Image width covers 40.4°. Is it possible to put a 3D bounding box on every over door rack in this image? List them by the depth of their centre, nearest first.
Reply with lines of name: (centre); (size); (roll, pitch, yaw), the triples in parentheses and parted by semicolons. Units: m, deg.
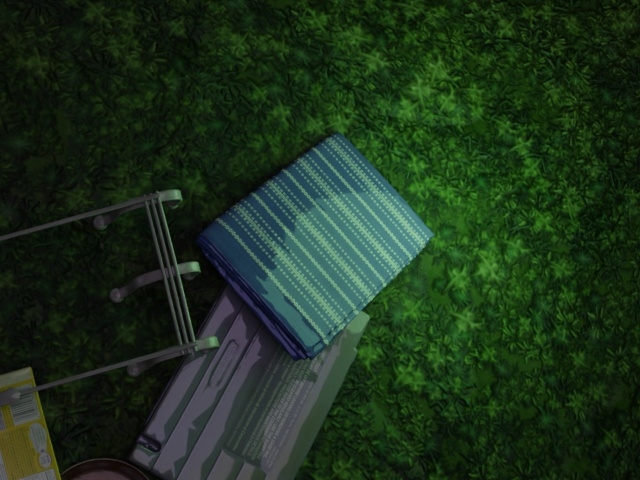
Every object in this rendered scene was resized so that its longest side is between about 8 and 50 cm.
over door rack: (-0.324, 0.077, 1.188); (0.324, 0.108, 0.240); (-13, 78, -14)

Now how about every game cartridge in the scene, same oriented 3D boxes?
game cartridge: (-0.095, 0.212, 1.268); (0.230, 0.068, 0.355); (34, 70, -14)

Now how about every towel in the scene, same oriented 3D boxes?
towel: (0.000, 0.000, 1.318); (0.243, 0.040, 0.336); (48, 54, 2)

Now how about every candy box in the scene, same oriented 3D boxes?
candy box: (-0.407, 0.278, 1.143); (0.105, 0.027, 0.206); (-15, 73, -18)

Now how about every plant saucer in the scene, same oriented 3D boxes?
plant saucer: (-0.299, 0.380, 1.175); (0.168, 0.029, 0.169); (4, 77, -19)
